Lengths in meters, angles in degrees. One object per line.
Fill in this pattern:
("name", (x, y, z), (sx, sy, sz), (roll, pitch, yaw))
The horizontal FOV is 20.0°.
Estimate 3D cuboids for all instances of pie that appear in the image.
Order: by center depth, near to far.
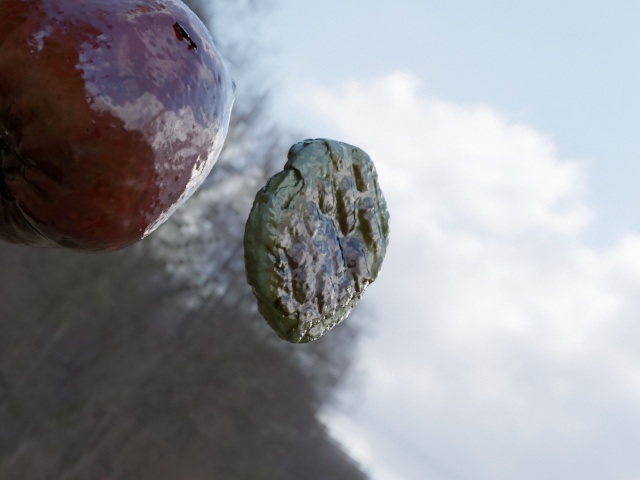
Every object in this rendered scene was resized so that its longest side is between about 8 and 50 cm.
("pie", (0.000, 0.000, 0.719), (0.020, 0.084, 0.084), (8, -30, 37))

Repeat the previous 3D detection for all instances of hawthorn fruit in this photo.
("hawthorn fruit", (-0.140, -0.090, 1.136), (0.185, 0.202, 0.185), (28, -45, 31))
